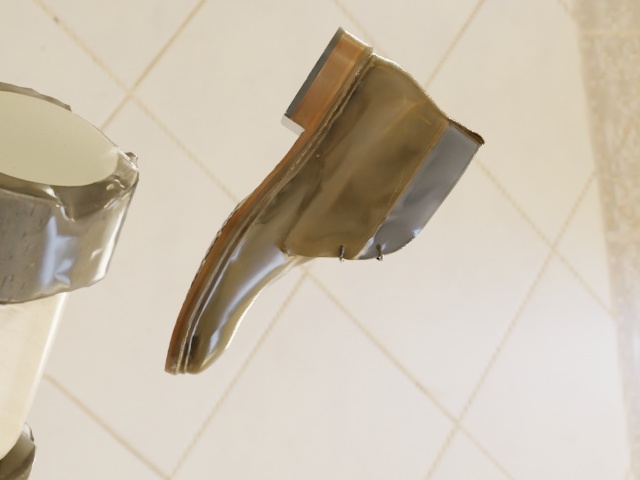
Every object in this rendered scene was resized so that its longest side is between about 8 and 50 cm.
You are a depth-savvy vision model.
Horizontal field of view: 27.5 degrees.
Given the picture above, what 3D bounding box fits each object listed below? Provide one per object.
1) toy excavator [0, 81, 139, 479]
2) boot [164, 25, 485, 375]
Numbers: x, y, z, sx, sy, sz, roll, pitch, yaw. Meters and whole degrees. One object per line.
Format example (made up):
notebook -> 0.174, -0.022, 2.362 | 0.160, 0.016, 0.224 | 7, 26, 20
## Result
toy excavator -> -0.370, -0.031, 0.555 | 0.445, 0.433, 0.222 | -6, 130, -48
boot -> 0.000, 0.000, 0.739 | 0.106, 0.082, 0.219 | 29, 96, -3
